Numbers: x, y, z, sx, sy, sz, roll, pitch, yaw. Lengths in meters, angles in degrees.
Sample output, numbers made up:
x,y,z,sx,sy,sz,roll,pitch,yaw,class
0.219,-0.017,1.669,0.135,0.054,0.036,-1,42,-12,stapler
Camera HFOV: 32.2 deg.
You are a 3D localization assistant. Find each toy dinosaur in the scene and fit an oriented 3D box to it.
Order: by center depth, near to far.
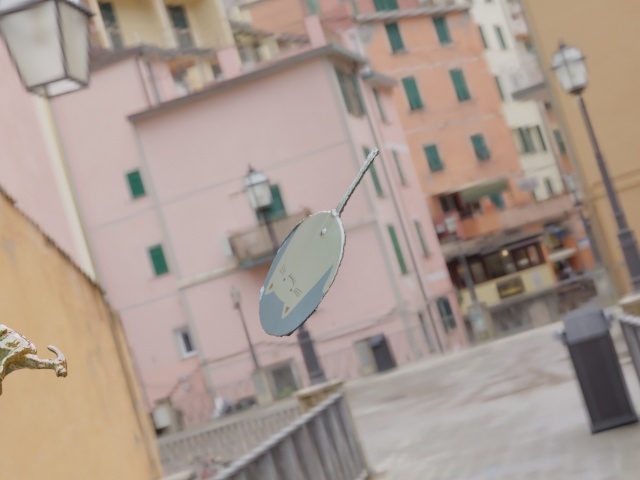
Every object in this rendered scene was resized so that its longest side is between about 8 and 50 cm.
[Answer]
x,y,z,sx,sy,sz,roll,pitch,yaw,class
-0.207,0.068,0.693,0.113,0.026,0.041,19,47,23,toy dinosaur

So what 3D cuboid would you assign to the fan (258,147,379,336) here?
x,y,z,sx,sy,sz,roll,pitch,yaw,class
0.000,0.000,0.901,0.005,0.175,0.113,29,7,-27,fan
